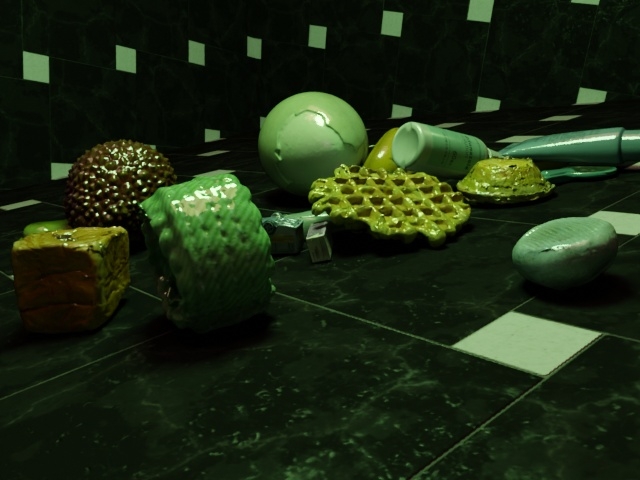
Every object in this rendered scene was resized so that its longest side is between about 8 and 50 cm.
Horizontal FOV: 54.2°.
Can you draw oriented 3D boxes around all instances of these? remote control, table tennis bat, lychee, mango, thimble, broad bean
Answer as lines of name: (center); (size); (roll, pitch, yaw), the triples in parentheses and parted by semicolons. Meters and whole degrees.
remote control: (0.022, -0.043, 1.308); (0.247, 0.052, 0.104); (-12, 14, -2)
table tennis bat: (0.595, -0.156, 1.459); (0.201, 0.033, 0.124); (-9, 13, -23)
lychee: (-0.454, -0.091, 1.400); (0.271, 0.271, 0.271); (-7, 15, 2)
mango: (0.166, -0.196, 1.563); (0.098, 0.195, 0.137); (25, -14, 8)
thimble: (-0.163, 0.021, 0.892); (0.150, 0.219, 0.219); (-18, 18, -21)
broad bean: (-0.614, -0.007, 1.463); (0.124, 0.082, 0.174); (5, 10, 37)

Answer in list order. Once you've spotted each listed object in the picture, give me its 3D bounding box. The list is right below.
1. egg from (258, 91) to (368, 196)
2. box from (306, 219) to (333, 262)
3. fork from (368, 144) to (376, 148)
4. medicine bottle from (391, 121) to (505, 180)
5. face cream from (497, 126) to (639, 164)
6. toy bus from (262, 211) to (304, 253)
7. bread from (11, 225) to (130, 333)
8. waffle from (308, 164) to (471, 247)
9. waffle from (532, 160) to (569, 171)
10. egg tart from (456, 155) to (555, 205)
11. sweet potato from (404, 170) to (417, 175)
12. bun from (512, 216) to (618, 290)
egg: (-0.017, -0.247, 1.626); (0.278, 0.278, 0.336); (-12, 9, -15)
box: (0.000, 0.000, 1.160); (0.036, 0.051, 0.117); (-14, 16, 7)
fork: (0.214, -0.208, 1.673); (0.219, 0.028, 0.034); (22, -11, -32)
medicine bottle: (0.333, -0.198, 1.488); (0.352, 0.110, 0.110); (5, 6, -34)
face cream: (0.630, -0.228, 1.526); (0.385, 0.086, 0.135); (5, 23, 39)
toy bus: (-0.127, -0.011, 1.216); (0.190, 0.075, 0.064); (-3, 18, 15)
bread: (-0.392, 0.057, 0.988); (0.149, 0.143, 0.158); (0, 16, 3)
waffle: (0.136, -0.077, 1.220); (0.312, 0.060, 0.307); (16, 29, 10)
waffle: (0.567, -0.210, 1.675); (0.125, 0.032, 0.191); (-12, 14, -7)
egg tart: (0.403, -0.133, 1.377); (0.212, 0.090, 0.212); (-5, 19, 2)
sweet potato: (0.234, -0.153, 1.575); (0.067, 0.059, 0.281); (-45, 3, 15)
bun: (0.336, 0.023, 0.856); (0.141, 0.083, 0.141); (-17, 12, 4)
